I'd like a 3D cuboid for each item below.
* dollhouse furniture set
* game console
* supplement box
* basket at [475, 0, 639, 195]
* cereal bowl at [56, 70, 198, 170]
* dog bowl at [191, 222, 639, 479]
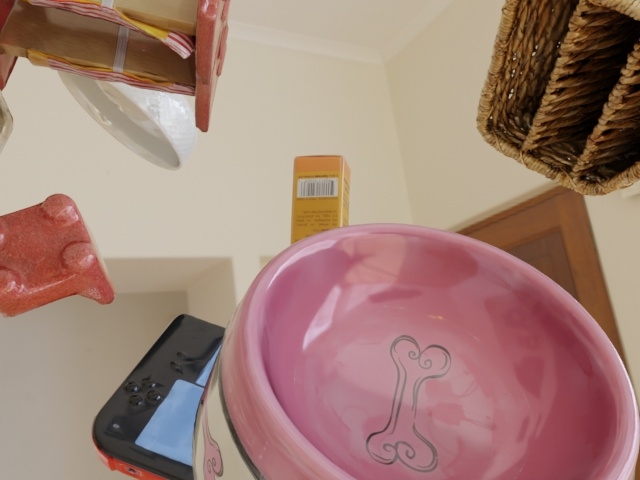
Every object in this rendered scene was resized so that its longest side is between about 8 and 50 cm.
[{"bbox_3d":[-0.198,-0.088,0.437,0.201,0.374,0.152,12,-26,-8],"label":"dollhouse furniture set"},{"bbox_3d":[-0.138,0.284,0.963,0.386,0.342,0.060,19,-54,6],"label":"game console"},{"bbox_3d":[0.000,0.000,0.819,0.080,0.233,0.078,2,-11,12],"label":"supplement box"},{"bbox_3d":[0.352,-0.185,0.711,0.223,0.213,0.299,-16,-29,-7],"label":"basket"},{"bbox_3d":[-0.408,-0.321,1.289,0.339,0.141,0.339,32,-18,11],"label":"cereal bowl"},{"bbox_3d":[0.089,0.138,0.529,0.408,0.408,0.150,-4,-51,-16],"label":"dog bowl"}]
